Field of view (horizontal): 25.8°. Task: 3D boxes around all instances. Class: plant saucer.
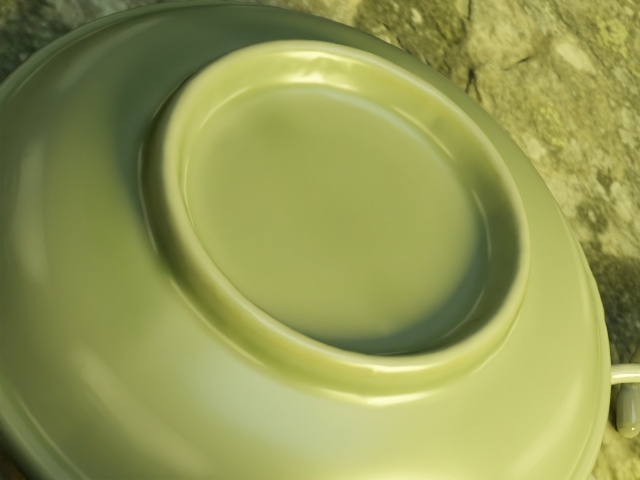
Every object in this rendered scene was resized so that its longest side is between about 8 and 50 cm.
[{"bbox_3d":[0.000,0.000,0.766,0.400,0.100,0.400,13,52,-17],"label":"plant saucer"}]

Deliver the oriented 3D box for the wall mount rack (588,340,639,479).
[{"bbox_3d":[0.302,0.204,0.848,0.350,0.130,0.304,7,53,-2],"label":"wall mount rack"}]
